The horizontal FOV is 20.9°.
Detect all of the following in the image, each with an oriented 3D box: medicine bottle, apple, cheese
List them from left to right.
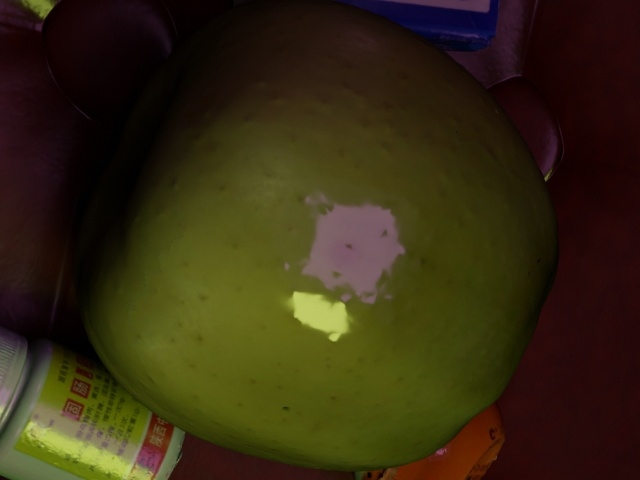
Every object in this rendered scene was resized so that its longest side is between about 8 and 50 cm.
[{"bbox_3d":[-0.256,0.175,1.684,0.225,0.139,0.139,26,84,-17],"label":"medicine bottle"},{"bbox_3d":[0.000,0.000,1.635,0.474,0.473,0.473,-4,99,-28],"label":"apple"},{"bbox_3d":[0.140,0.182,1.879,0.329,0.129,0.217,-60,162,21],"label":"cheese"}]

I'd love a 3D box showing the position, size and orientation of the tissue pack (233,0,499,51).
[{"bbox_3d":[0.051,-0.308,1.803,0.270,0.137,0.209,1,97,-25],"label":"tissue pack"}]
